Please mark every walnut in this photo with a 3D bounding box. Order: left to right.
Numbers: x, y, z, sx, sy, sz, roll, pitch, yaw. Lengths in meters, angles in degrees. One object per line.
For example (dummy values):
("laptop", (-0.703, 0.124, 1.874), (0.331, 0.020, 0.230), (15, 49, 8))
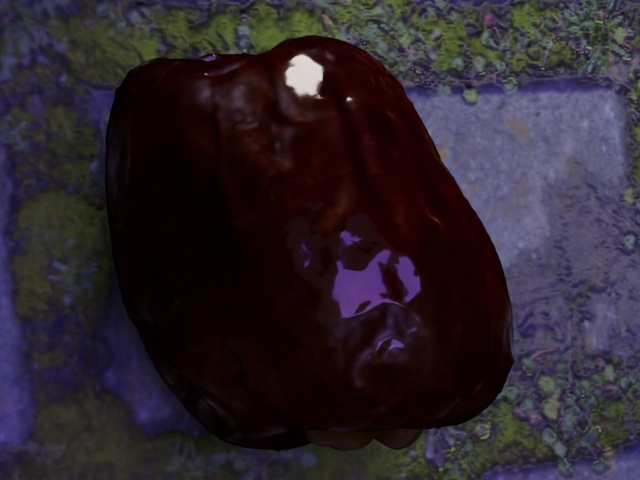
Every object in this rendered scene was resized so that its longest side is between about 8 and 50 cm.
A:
("walnut", (0.000, 0.000, 0.827), (0.244, 0.221, 0.269), (3, 69, -58))
